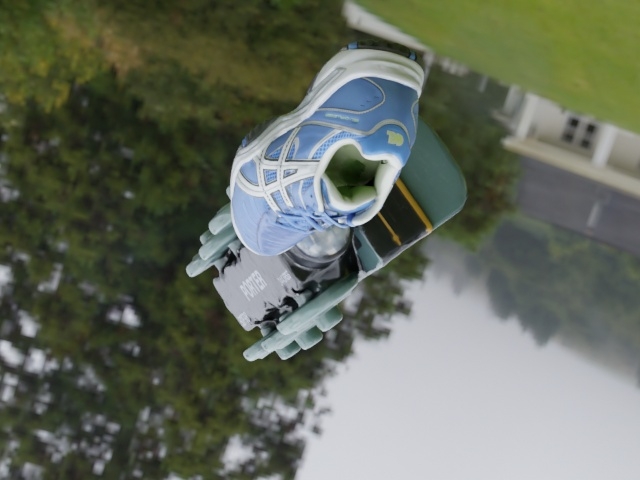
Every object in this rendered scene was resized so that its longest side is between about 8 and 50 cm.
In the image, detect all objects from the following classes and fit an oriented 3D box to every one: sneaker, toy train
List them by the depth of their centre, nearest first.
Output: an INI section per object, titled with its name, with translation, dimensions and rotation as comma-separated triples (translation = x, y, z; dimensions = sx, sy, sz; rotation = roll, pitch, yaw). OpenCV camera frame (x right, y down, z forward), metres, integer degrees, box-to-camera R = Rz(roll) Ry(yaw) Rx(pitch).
[sneaker]
translation = -0.004, -0.042, 0.874
dimensions = 0.080, 0.211, 0.081
rotation = 14, -125, -20
[toy train]
translation = 0.000, 0.000, 1.162
dimensions = 0.142, 0.190, 0.334
rotation = 56, 163, 3
